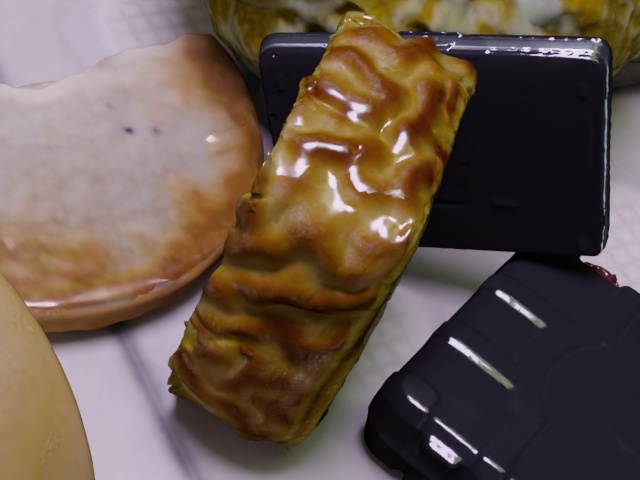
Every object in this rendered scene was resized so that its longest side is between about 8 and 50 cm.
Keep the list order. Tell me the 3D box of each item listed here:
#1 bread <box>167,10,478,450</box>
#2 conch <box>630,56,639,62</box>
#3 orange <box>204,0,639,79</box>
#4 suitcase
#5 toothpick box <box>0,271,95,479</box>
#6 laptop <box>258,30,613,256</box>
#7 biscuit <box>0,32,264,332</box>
[{"bbox_3d":[0.000,0.000,0.691,0.096,0.222,0.181,25,44,-1],"label":"bread"},{"bbox_3d":[0.254,-0.219,1.011,0.245,0.163,0.178,-19,39,2],"label":"conch"},{"bbox_3d":[0.056,-0.178,0.852,0.369,0.210,0.271,16,23,-18],"label":"orange"},{"bbox_3d":[0.188,0.135,0.745,0.285,0.066,0.206,37,50,15],"label":"suitcase"},{"bbox_3d":[-0.239,0.216,0.310,0.409,0.409,0.425,26,39,2],"label":"toothpick box"},{"bbox_3d":[0.070,-0.057,0.760,0.207,0.154,0.026,3,41,15],"label":"laptop"},{"bbox_3d":[-0.163,-0.032,0.777,0.309,0.040,0.204,-16,59,-29],"label":"biscuit"}]
